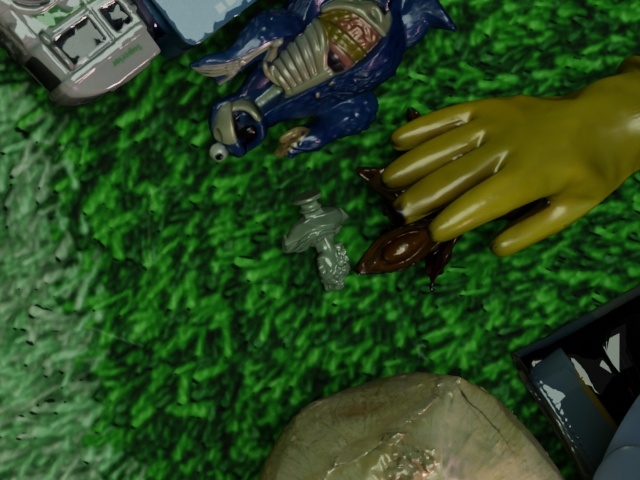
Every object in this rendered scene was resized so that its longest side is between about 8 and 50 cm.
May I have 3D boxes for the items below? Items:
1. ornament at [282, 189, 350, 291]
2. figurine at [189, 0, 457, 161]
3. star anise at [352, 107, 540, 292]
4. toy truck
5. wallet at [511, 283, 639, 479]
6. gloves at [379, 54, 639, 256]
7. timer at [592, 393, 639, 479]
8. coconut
[{"bbox_3d":[0.000,-0.003,1.710,0.092,0.041,0.068,42,87,-22],"label":"ornament"},{"bbox_3d":[-0.006,-0.173,1.696,0.262,0.120,0.164,-30,127,-4],"label":"figurine"},{"bbox_3d":[0.107,-0.047,1.730,0.212,0.053,0.157,-36,93,-10],"label":"star anise"},{"bbox_3d":[-0.134,-0.270,1.658,0.367,0.146,0.175,-38,97,-11],"label":"toy truck"},{"bbox_3d":[0.318,0.125,1.750,0.231,0.069,0.170,-29,86,-13],"label":"wallet"},{"bbox_3d":[0.189,-0.078,1.700,0.294,0.116,0.133,-19,44,-18],"label":"gloves"},{"bbox_3d":[0.384,0.241,1.628,0.395,0.173,0.395,-14,116,-31],"label":"timer"},{"bbox_3d":[0.079,0.260,1.600,0.297,0.254,0.297,1,84,-12],"label":"coconut"}]
